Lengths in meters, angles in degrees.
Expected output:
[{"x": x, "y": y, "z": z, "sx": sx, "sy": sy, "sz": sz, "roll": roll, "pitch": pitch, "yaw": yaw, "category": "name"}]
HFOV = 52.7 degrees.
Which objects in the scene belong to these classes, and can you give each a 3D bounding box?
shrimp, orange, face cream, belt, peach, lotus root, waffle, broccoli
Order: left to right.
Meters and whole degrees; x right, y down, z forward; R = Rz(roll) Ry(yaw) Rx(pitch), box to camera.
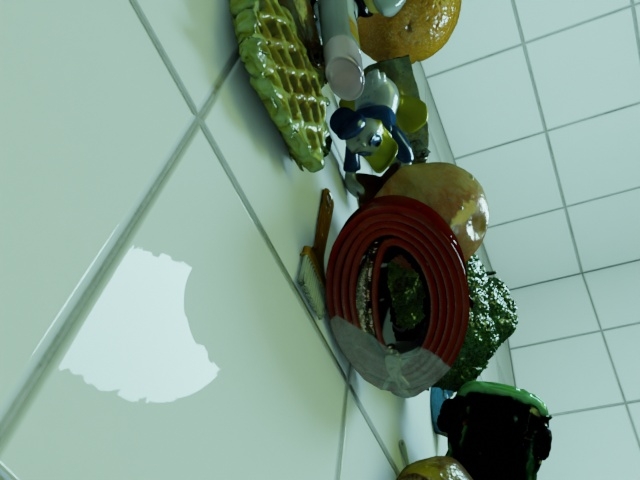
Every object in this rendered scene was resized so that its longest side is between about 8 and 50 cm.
[{"x": -0.065, "y": -0.273, "z": 1.039, "sx": 0.297, "sy": 0.073, "sz": 0.317, "roll": 54, "pitch": 25, "yaw": -45, "category": "waffle"}, {"x": -0.039, "y": -0.436, "z": 1.261, "sx": 0.154, "sy": 0.062, "sz": 0.295, "roll": 3, "pitch": 71, "yaw": -76, "category": "shrimp"}, {"x": 0.036, "y": -0.386, "z": 1.215, "sx": 0.107, "sy": 0.073, "sz": 0.269, "roll": 59, "pitch": 22, "yaw": -49, "category": "face cream"}, {"x": 0.173, "y": -0.296, "z": 1.634, "sx": 0.267, "sy": 0.149, "sz": 0.260, "roll": -37, "pitch": 115, "yaw": -89, "category": "lotus root"}, {"x": 0.128, "y": 0.093, "z": 1.036, "sx": 0.115, "sy": 0.227, "sz": 0.324, "roll": -53, "pitch": 135, "yaw": -71, "category": "belt"}, {"x": 0.221, "y": -0.658, "z": 1.775, "sx": 0.322, "sy": 0.322, "sz": 0.357, "roll": 55, "pitch": 21, "yaw": -44, "category": "orange"}, {"x": 0.199, "y": -0.042, "z": 1.166, "sx": 0.232, "sy": 0.232, "sz": 0.233, "roll": -16, "pitch": 90, "yaw": -71, "category": "peach"}, {"x": 0.244, "y": 0.146, "z": 1.337, "sx": 0.321, "sy": 0.303, "sz": 0.283, "roll": 68, "pitch": -11, "yaw": -24, "category": "broccoli"}, {"x": 0.202, "y": 0.468, "z": 1.077, "sx": 0.291, "sy": 0.193, "sz": 0.193, "roll": 55, "pitch": 27, "yaw": -51, "category": "lotus root"}]

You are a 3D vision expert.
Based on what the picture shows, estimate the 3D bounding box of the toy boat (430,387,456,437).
[{"x": 0.312, "y": 0.404, "z": 1.556, "sx": 0.185, "sy": 0.077, "sz": 0.075, "roll": -72, "pitch": 143, "yaw": -59, "category": "toy boat"}]

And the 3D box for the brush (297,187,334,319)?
[{"x": 0.000, "y": 0.000, "z": 1.091, "sx": 0.314, "sy": 0.017, "sz": 0.090, "roll": -79, "pitch": 151, "yaw": -54, "category": "brush"}]

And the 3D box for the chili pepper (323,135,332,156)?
[{"x": 0.001, "y": -0.214, "z": 1.233, "sx": 0.055, "sy": 0.035, "sz": 0.118, "roll": 54, "pitch": 26, "yaw": -85, "category": "chili pepper"}]

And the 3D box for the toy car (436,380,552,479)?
[{"x": 0.334, "y": 0.450, "z": 1.282, "sx": 0.176, "sy": 0.213, "sz": 0.359, "roll": -19, "pitch": 117, "yaw": -70, "category": "toy car"}]

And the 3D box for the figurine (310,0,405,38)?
[{"x": 0.077, "y": -0.529, "z": 1.387, "sx": 0.176, "sy": 0.236, "sz": 0.133, "roll": -76, "pitch": 144, "yaw": -54, "category": "figurine"}]

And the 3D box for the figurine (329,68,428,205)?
[{"x": 0.089, "y": -0.199, "z": 1.300, "sx": 0.338, "sy": 0.204, "sz": 0.284, "roll": -19, "pitch": 109, "yaw": -70, "category": "figurine"}]

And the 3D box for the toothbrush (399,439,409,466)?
[{"x": 0.172, "y": 0.456, "z": 1.218, "sx": 0.017, "sy": 0.014, "sz": 0.162, "roll": 78, "pitch": -2, "yaw": -83, "category": "toothbrush"}]

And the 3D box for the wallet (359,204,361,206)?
[{"x": 0.137, "y": -0.062, "z": 1.448, "sx": 0.129, "sy": 0.026, "sz": 0.088, "roll": 12, "pitch": 62, "yaw": -45, "category": "wallet"}]
